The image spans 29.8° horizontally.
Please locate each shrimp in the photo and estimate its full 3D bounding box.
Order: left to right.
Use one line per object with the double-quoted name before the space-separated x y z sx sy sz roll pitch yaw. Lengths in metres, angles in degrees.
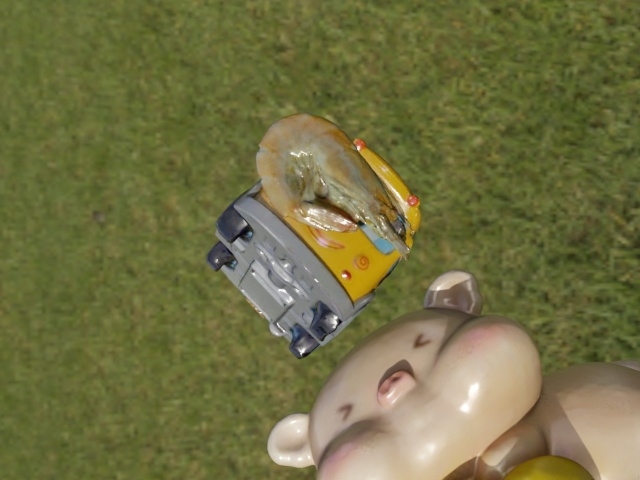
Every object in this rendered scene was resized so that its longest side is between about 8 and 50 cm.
"shrimp" 0.005 -0.024 0.667 0.108 0.059 0.023 53 167 16

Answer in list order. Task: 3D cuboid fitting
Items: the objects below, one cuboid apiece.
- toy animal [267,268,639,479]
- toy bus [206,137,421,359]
"toy animal" 0.136 0.150 0.999 0.247 0.345 0.277 63 176 2
"toy bus" 0.000 0.000 0.945 0.126 0.136 0.209 47 164 3
